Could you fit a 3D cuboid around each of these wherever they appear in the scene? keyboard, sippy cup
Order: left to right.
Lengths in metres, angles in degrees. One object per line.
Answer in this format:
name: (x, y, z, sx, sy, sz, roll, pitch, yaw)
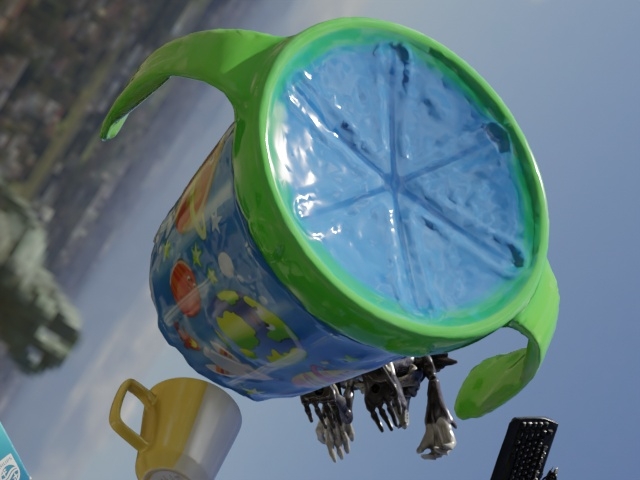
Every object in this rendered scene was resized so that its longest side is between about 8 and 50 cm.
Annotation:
sippy cup: (0.000, 0.000, 1.219, 0.240, 0.305, 0.224, -16, 166, -39)
keyboard: (0.231, 0.288, 1.995, 0.038, 0.100, 0.192, 38, -61, 47)

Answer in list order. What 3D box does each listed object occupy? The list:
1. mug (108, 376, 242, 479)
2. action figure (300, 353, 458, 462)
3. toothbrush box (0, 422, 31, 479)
mug: (-0.093, 0.126, 1.091, 0.064, 0.078, 0.062, -74, 177, -47)
action figure: (0.067, 0.187, 2.028, 0.276, 0.164, 0.141, 11, 72, -72)
toothbrush box: (-0.418, 0.117, 1.557, 0.216, 0.295, 0.126, 0, -147, 48)
